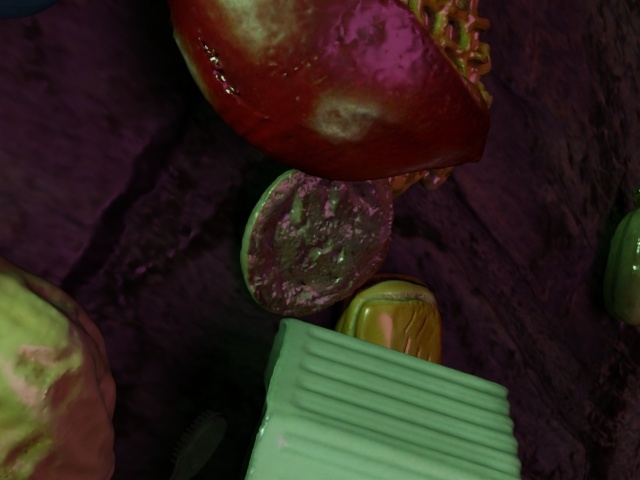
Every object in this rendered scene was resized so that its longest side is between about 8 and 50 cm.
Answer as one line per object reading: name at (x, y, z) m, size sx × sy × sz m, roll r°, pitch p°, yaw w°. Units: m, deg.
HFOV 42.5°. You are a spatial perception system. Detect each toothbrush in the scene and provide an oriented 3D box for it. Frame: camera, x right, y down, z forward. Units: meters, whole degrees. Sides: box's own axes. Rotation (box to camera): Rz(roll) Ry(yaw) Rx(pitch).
toothbrush at (-0.168, 0.257, 0.620) m, size 0.025 × 0.029 × 0.307 m, roll 45°, pitch 69°, yaw -26°

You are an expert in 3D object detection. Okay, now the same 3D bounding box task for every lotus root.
lotus root at (0.421, 0.021, 1.072) m, size 0.077 × 0.090 × 0.183 m, roll 12°, pitch 88°, yaw -2°

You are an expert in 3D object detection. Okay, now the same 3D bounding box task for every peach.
peach at (-0.002, -0.124, 0.571) m, size 0.154 × 0.159 × 0.267 m, roll -37°, pitch 107°, yaw 13°

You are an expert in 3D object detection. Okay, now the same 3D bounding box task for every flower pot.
flower pot at (0.025, 0.197, 0.619) m, size 0.189 × 0.209 × 0.240 m, roll 16°, pitch 83°, yaw -1°

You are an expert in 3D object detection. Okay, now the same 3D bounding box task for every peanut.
peanut at (-0.219, 0.050, 0.457) m, size 0.149 × 0.149 × 0.313 m, roll -47°, pitch 121°, yaw -26°

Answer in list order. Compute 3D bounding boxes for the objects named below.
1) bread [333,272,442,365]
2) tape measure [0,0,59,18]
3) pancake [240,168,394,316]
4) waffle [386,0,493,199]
bread at (0.063, 0.132, 0.780) m, size 0.115 × 0.077 × 0.201 m, roll 4°, pitch 94°, yaw -35°
tape measure at (-0.189, -0.196, 0.474) m, size 0.146 × 0.081 × 0.125 m, roll 4°, pitch 79°, yaw -42°
pancake at (0.001, 0.001, 0.698) m, size 0.151 × 0.025 × 0.152 m, roll -13°, pitch 119°, yaw -26°
waffle at (0.069, -0.160, 0.739) m, size 0.253 × 0.056 × 0.249 m, roll -53°, pitch 128°, yaw -19°
